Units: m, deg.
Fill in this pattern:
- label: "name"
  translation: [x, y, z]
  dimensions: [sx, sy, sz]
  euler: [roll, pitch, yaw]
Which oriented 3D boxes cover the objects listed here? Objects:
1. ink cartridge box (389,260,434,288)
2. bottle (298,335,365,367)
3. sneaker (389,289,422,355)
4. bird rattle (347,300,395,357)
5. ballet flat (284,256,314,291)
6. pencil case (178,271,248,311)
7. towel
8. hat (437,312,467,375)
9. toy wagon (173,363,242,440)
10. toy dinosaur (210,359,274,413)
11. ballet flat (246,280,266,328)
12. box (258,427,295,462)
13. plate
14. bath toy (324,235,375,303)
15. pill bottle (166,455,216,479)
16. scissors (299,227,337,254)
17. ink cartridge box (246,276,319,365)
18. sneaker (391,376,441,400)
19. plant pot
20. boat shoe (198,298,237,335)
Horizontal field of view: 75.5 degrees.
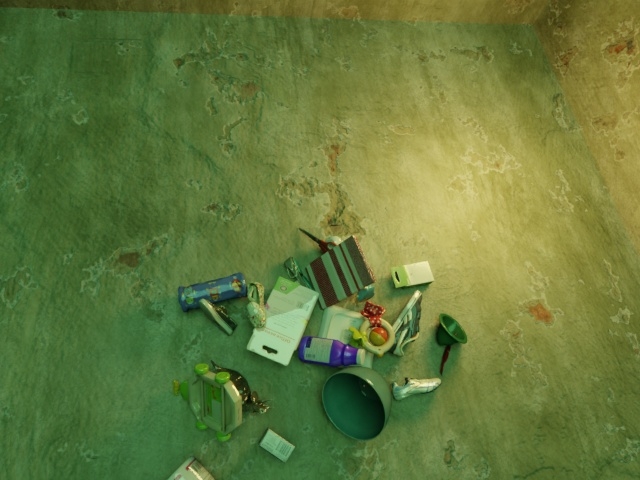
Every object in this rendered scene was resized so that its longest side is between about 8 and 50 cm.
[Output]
- label: "ink cartridge box"
  translation: [0.450, 0.178, 2.071]
  dimensions: [0.210, 0.062, 0.108]
  euler: [-9, 69, -13]
- label: "bottle"
  translation: [0.049, 0.485, 1.787]
  dimensions: [0.283, 0.092, 0.118]
  euler: [2, 65, 21]
- label: "sneaker"
  translation: [0.412, 0.392, 1.941]
  dimensions: [0.128, 0.126, 0.321]
  euler: [33, 77, 11]
- label: "bird rattle"
  translation: [0.236, 0.411, 1.860]
  dimensions: [0.207, 0.143, 0.253]
  euler: [37, 54, 13]
- label: "ballet flat"
  translation: [-0.106, 0.177, 1.986]
  dimensions: [0.068, 0.072, 0.213]
  euler: [-34, 74, 8]
- label: "pencil case"
  translation: [-0.479, 0.230, 1.862]
  dimensions: [0.307, 0.133, 0.119]
  euler: [-13, 95, -13]
- label: "towel"
  translation: [0.085, 0.152, 1.911]
  dimensions: [0.037, 0.329, 0.236]
  euler: [3, 59, -51]
- label: "hat"
  translation: [0.579, 0.481, 1.986]
  dimensions: [0.173, 0.183, 0.208]
  euler: [38, 25, 0]
- label: "toy wagon"
  translation: [-0.454, 0.626, 1.649]
  dimensions: [0.345, 0.068, 0.266]
  euler: [9, 103, 33]
- label: "toy dinosaur"
  translation: [-0.357, 0.628, 1.730]
  dimensions: [0.160, 0.121, 0.313]
  euler: [-24, 62, -43]
- label: "ballet flat"
  translation: [-0.290, 0.276, 1.809]
  dimensions: [0.091, 0.077, 0.240]
  euler: [-33, 39, 15]
- label: "box"
  translation: [-0.177, 0.816, 1.651]
  dimensions: [0.126, 0.137, 0.072]
  euler: [32, 67, 5]
- label: "plate"
  translation: [0.128, 0.452, 1.911]
  dimensions: [0.278, 0.045, 0.277]
  euler: [17, 65, -2]
- label: "bath toy"
  translation: [0.136, 0.131, 2.006]
  dimensions: [0.129, 0.151, 0.348]
  euler: [-3, 56, -50]
- label: "pill bottle"
  translation: [-0.443, 0.964, 1.531]
  dimensions: [0.283, 0.160, 0.160]
  euler: [42, 67, 10]
- label: "scissors"
  translation: [0.000, 0.000, 2.024]
  dimensions: [0.021, 0.109, 0.297]
  euler: [-2, 44, -48]
- label: "ink cartridge box"
  translation: [-0.167, 0.368, 1.853]
  dimensions: [0.207, 0.119, 0.353]
  euler: [23, 65, 4]
- label: "sneaker"
  translation: [0.433, 0.648, 1.855]
  dimensions: [0.238, 0.085, 0.086]
  euler: [-9, 74, -14]
- label: "plant pot"
  translation: [0.180, 0.648, 1.736]
  dimensions: [0.290, 0.290, 0.195]
  euler: [52, 32, 13]
- label: "boat shoe"
  translation: [-0.448, 0.321, 1.812]
  dimensions: [0.070, 0.078, 0.219]
  euler: [-52, 124, -31]
